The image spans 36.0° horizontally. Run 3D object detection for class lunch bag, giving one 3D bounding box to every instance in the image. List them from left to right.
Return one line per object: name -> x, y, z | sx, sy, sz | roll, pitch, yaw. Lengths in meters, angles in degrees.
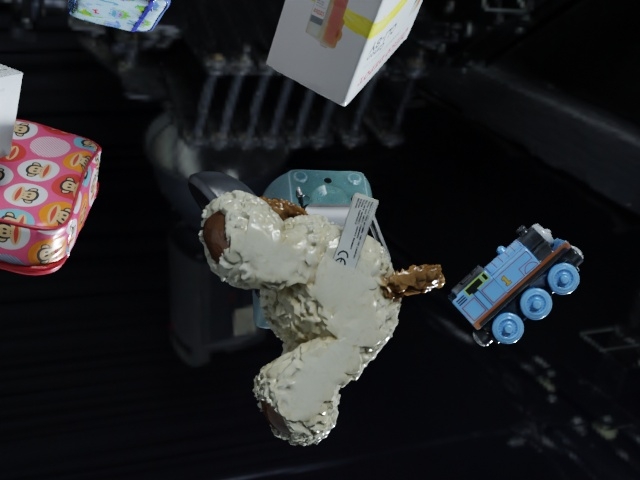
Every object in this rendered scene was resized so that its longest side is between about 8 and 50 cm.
lunch bag -> -0.503, -0.084, 1.578 | 0.293, 0.258, 0.120 | -83, -172, -54
lunch bag -> -0.365, -0.455, 1.805 | 0.219, 0.176, 0.090 | 169, -73, -67

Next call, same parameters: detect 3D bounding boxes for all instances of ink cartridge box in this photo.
ink cartridge box -> 0.085, -0.449, 1.564 | 0.160, 0.279, 0.384 | 31, -45, 8

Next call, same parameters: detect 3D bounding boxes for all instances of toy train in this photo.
toy train -> 0.261, 0.058, 1.316 | 0.105, 0.184, 0.080 | 47, 4, -4

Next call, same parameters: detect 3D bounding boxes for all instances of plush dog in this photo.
plush dog -> 0.002, 0.049, 1.025 | 0.225, 0.211, 0.262 | -147, -142, -80

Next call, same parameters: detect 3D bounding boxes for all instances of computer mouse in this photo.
computer mouse -> -0.110, -0.011, 1.530 | 0.188, 0.072, 0.272 | 31, -24, 55

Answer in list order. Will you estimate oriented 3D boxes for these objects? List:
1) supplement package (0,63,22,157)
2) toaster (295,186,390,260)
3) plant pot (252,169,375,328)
supplement package -> -0.576, -0.210, 1.412 | 0.244, 0.139, 0.133 | 22, -68, 14
toaster -> 0.019, 0.046, 1.393 | 0.185, 0.110, 0.168 | 66, 31, -44
plant pot -> 0.000, 0.000, 1.895 | 0.252, 0.248, 0.247 | 102, -14, -51
